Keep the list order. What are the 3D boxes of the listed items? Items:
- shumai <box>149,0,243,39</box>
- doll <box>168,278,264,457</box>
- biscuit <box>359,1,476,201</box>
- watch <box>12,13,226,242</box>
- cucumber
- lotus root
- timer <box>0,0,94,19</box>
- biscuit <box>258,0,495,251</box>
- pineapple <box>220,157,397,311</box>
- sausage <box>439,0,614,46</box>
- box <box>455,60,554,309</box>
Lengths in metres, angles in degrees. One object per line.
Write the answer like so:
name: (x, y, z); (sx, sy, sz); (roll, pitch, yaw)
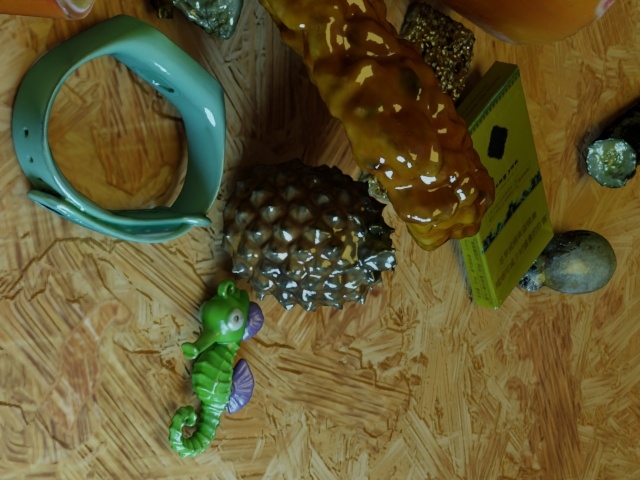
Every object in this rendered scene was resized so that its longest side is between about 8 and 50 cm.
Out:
shumai: (-0.117, -0.247, 1.433); (0.087, 0.124, 0.099); (9, 118, -11)
doll: (-0.111, 0.132, 1.561); (0.115, 0.050, 0.190); (5, 98, -53)
biscuit: (0.116, -0.151, 1.761); (0.131, 0.025, 0.231); (18, 86, -49)
watch: (-0.175, -0.094, 1.409); (0.237, 0.068, 0.195); (38, 73, -46)
cucumber: (0.470, -0.164, 2.127); (0.303, 0.081, 0.072); (-35, 169, -43)
lotus root: (0.332, 0.030, 2.019); (0.165, 0.088, 0.088); (-8, 107, -37)
timer: (-0.248, -0.340, 1.195); (0.250, 0.161, 0.257); (-61, 137, -31)
biscuit: (0.057, -0.144, 1.463); (0.110, 0.312, 0.318); (-31, 170, 4)
pineapple: (0.000, 0.000, 1.539); (0.166, 0.193, 0.166); (-21, 118, -45)
sausage: (0.180, -0.355, 1.621); (0.287, 0.233, 0.233); (22, 84, -51)
box: (0.218, -0.063, 1.870); (0.153, 0.041, 0.279); (-49, 137, -31)
